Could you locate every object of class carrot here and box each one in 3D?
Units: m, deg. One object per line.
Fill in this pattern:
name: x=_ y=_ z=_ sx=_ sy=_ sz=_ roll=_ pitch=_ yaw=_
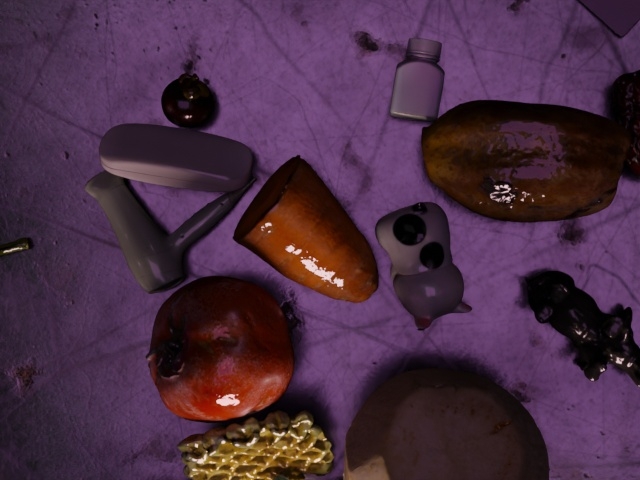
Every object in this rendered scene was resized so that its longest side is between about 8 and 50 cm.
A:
carrot: x=0.000 y=0.000 z=1.647 sx=0.225 sy=0.159 sz=0.159 roll=39 pitch=93 yaw=-8

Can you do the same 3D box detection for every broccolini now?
broccolini: x=-0.572 y=0.024 z=1.732 sx=0.239 sy=0.051 sz=0.054 roll=-12 pitch=46 yaw=3

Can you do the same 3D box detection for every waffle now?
waffle: x=-0.097 y=0.312 z=1.640 sx=0.224 sy=0.204 sz=0.054 roll=-15 pitch=56 yaw=6

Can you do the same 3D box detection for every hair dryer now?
hair dryer: x=-0.212 y=-0.056 z=1.703 sx=0.237 sy=0.075 sz=0.206 roll=-29 pitch=83 yaw=-4

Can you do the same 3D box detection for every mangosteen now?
mangosteen: x=-0.202 y=-0.210 z=1.682 sx=0.081 sy=0.081 sz=0.080 roll=0 pitch=91 yaw=4

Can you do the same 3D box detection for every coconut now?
coconut: x=0.167 y=0.341 z=1.574 sx=0.323 sy=0.323 sz=0.322 roll=0 pitch=91 yaw=4

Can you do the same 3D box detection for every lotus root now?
lotus root: x=0.287 y=-0.113 z=1.604 sx=0.291 sy=0.193 sz=0.193 roll=7 pitch=91 yaw=4

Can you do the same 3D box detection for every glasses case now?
glasses case: x=-0.218 y=-0.125 z=1.680 sx=0.234 sy=0.059 sz=0.092 roll=9 pitch=51 yaw=3

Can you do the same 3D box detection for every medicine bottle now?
medicine bottle: x=0.148 y=-0.241 z=1.670 sx=0.074 sy=0.055 sz=0.117 roll=8 pitch=93 yaw=4

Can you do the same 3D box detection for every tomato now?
tomato: x=-0.140 y=0.159 z=1.625 sx=0.189 sy=0.232 sz=0.232 roll=18 pitch=93 yaw=-37

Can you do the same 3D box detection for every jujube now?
jujube: x=0.484 y=-0.169 z=1.631 sx=0.104 sy=0.104 sz=0.165 roll=-9 pitch=80 yaw=4

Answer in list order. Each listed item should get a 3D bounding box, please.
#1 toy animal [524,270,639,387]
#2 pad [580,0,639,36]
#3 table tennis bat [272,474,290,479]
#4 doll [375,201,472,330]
toy animal: x=0.401 y=0.128 z=1.615 sx=0.114 sy=0.146 sz=0.245 roll=-38 pitch=87 yaw=10
pad: x=0.408 y=-0.449 z=1.674 sx=0.265 sy=0.009 sz=0.159 roll=42 pitch=94 yaw=4
table tennis bat: x=0.027 y=0.423 z=1.671 sx=0.244 sy=0.040 sz=0.153 roll=32 pitch=77 yaw=-13
doll: x=0.151 y=0.031 z=1.651 sx=0.110 sy=0.107 sz=0.180 roll=-16 pitch=96 yaw=-17
